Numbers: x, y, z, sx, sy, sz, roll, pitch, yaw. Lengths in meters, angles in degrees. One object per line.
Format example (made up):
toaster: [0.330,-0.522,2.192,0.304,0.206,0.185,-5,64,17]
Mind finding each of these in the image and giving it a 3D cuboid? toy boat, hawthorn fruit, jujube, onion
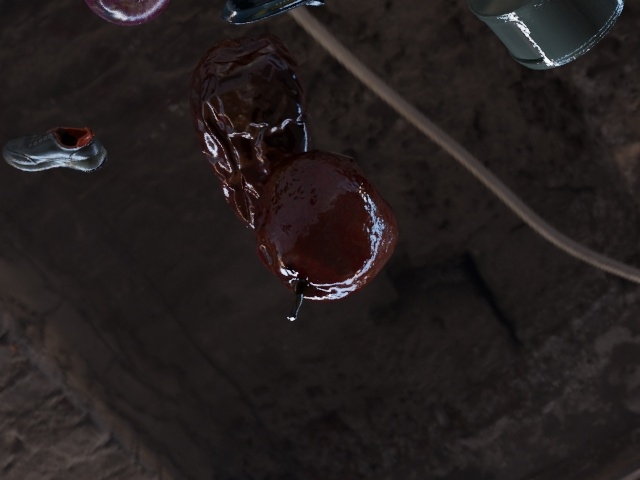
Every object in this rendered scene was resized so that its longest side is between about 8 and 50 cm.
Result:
toy boat: [-0.089,-0.494,1.925,0.246,0.103,0.093,-21,-119,9]
hawthorn fruit: [0.000,0.000,1.433,0.210,0.230,0.266,-1,-130,20]
jujube: [-0.111,-0.179,1.668,0.216,0.342,0.216,-11,-155,5]
onion: [-0.344,-0.471,1.713,0.177,0.177,0.153,-39,-161,-6]

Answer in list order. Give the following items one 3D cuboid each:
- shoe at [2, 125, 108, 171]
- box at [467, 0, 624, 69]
shoe: [-0.478,-0.172,1.711,0.194,0.077,0.074,4,-131,10]
box: [0.383,-0.422,1.632,0.226,0.149,0.226,-32,-142,28]
